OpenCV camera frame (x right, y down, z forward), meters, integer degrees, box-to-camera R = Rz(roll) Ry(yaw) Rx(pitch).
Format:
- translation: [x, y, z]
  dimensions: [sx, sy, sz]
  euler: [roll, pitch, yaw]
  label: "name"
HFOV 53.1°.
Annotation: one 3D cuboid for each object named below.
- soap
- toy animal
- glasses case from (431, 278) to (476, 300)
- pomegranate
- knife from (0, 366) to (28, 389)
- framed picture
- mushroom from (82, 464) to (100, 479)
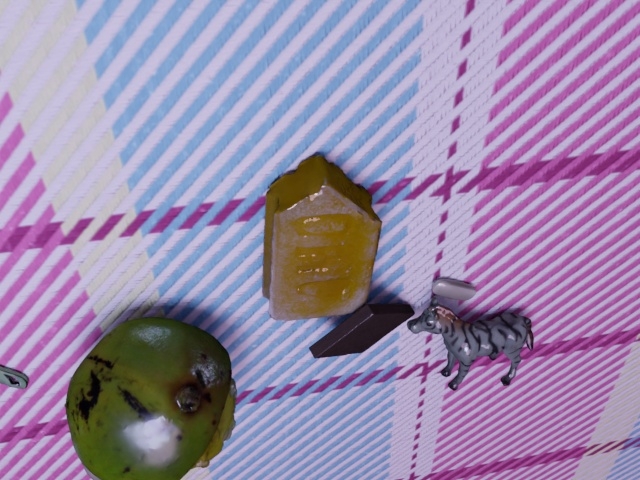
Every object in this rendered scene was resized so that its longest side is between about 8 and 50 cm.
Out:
- translation: [0.000, 0.000, 0.930]
  dimensions: [0.161, 0.080, 0.257]
  euler: [-6, 132, -13]
  label: "soap"
- translation: [0.266, 0.195, 1.147]
  dimensions: [0.255, 0.089, 0.169]
  euler: [7, 124, -29]
  label: "toy animal"
- translation: [0.228, 0.084, 1.095]
  dimensions: [0.083, 0.021, 0.032]
  euler: [13, 133, -23]
  label: "glasses case"
- translation: [-0.279, 0.253, 0.994]
  dimensions: [0.341, 0.260, 0.260]
  euler: [-16, 137, 35]
  label: "pomegranate"
- translation: [-0.595, 0.180, 0.996]
  dimensions: [0.293, 0.019, 0.043]
  euler: [30, 117, -33]
  label: "knife"
- translation: [0.073, 0.149, 1.063]
  dimensions: [0.128, 0.023, 0.169]
  euler: [-40, 157, 21]
  label: "framed picture"
- translation: [-0.390, 0.425, 1.211]
  dimensions: [0.097, 0.088, 0.212]
  euler: [-5, 138, 4]
  label: "mushroom"
